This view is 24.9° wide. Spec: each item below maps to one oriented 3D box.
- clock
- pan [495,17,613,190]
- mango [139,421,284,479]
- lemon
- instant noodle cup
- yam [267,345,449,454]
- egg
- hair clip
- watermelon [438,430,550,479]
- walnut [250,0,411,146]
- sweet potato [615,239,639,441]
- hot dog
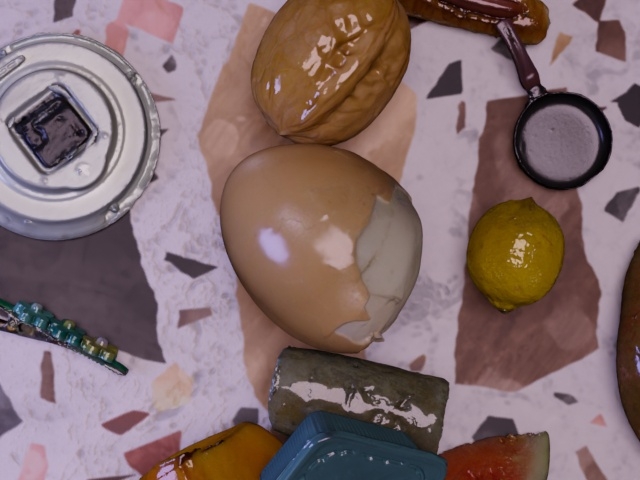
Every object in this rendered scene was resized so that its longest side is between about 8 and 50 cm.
[{"bbox_3d":[-0.297,-0.119,1.608,0.236,0.053,0.237,0,83,-4],"label":"clock"},{"bbox_3d":[0.251,-0.156,1.654,0.114,0.040,0.212,-30,95,-5],"label":"pan"},{"bbox_3d":[-0.081,0.334,1.539,0.187,0.138,0.257,-22,86,-33],"label":"mango"},{"bbox_3d":[0.215,0.016,1.604,0.109,0.109,0.133,14,93,-3],"label":"lemon"},{"bbox_3d":[0.023,0.244,1.491,0.179,0.070,0.157,19,121,-31],"label":"instant noodle cup"},{"bbox_3d":[0.038,0.180,1.577,0.194,0.107,0.107,14,84,-2],"label":"yam"},{"bbox_3d":[0.000,0.000,1.546,0.244,0.201,0.201,38,83,11],"label":"egg"},{"bbox_3d":[-0.288,0.103,1.591,0.172,0.049,0.049,23,84,0],"label":"hair clip"},{"bbox_3d":[0.155,0.290,1.604,0.245,0.063,0.119,-19,73,-5],"label":"watermelon"},{"bbox_3d":[0.012,-0.196,1.588,0.159,0.159,0.207,36,78,0],"label":"walnut"},{"bbox_3d":[0.390,0.171,1.618,0.108,0.079,0.346,-19,90,-18],"label":"sweet potato"},{"bbox_3d":[0.162,-0.276,1.658,0.215,0.047,0.066,15,81,-3],"label":"hot dog"}]
